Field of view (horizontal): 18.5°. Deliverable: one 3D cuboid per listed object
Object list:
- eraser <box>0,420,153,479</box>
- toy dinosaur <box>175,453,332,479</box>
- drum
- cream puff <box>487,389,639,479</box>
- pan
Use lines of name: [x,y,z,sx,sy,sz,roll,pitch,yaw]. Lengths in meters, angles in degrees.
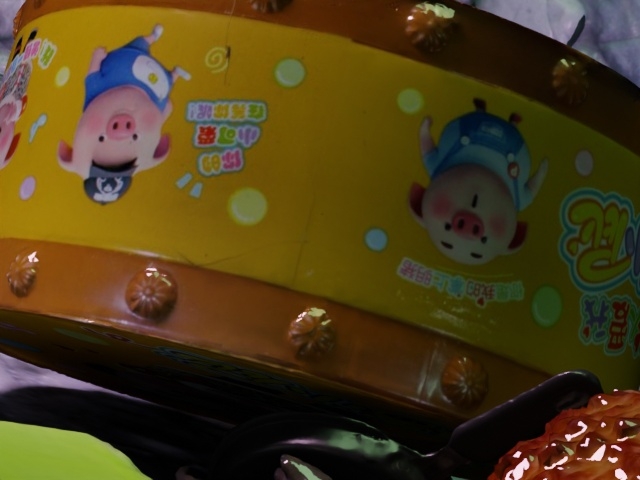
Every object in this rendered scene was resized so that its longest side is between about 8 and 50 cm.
eraser: [-0.158,0.131,0.748,0.274,0.092,0.210,15,10,-42]
toy dinosaur: [-0.059,0.179,0.913,0.187,0.087,0.179,6,34,24]
drum: [0.000,0.000,1.164,0.431,0.214,0.431,15,-11,3]
cream puff: [0.196,0.176,0.840,0.350,0.229,0.350,18,6,-2]
pan: [0.040,0.120,0.972,0.136,0.235,0.028,45,35,-20]
